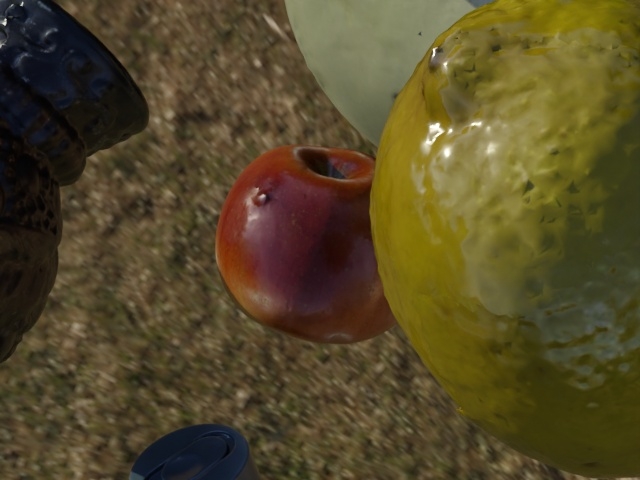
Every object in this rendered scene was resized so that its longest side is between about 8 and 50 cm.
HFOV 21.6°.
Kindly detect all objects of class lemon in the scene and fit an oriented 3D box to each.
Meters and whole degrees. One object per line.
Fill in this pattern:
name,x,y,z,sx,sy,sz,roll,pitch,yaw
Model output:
lemon,0.144,-0.003,0.875,0.235,0.263,0.236,-3,55,5

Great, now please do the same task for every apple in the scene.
apple,0.000,0.000,1.284,0.163,0.163,0.139,16,102,18

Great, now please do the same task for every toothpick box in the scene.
toothpick box,-0.085,0.238,1.360,0.101,0.153,0.101,-13,31,8

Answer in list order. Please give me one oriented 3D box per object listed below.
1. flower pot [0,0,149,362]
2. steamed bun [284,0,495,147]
flower pot,-0.293,-0.064,1.370,0.266,0.266,0.267,34,76,21
steamed bun,0.151,-0.254,1.483,0.371,0.290,0.456,15,119,55
